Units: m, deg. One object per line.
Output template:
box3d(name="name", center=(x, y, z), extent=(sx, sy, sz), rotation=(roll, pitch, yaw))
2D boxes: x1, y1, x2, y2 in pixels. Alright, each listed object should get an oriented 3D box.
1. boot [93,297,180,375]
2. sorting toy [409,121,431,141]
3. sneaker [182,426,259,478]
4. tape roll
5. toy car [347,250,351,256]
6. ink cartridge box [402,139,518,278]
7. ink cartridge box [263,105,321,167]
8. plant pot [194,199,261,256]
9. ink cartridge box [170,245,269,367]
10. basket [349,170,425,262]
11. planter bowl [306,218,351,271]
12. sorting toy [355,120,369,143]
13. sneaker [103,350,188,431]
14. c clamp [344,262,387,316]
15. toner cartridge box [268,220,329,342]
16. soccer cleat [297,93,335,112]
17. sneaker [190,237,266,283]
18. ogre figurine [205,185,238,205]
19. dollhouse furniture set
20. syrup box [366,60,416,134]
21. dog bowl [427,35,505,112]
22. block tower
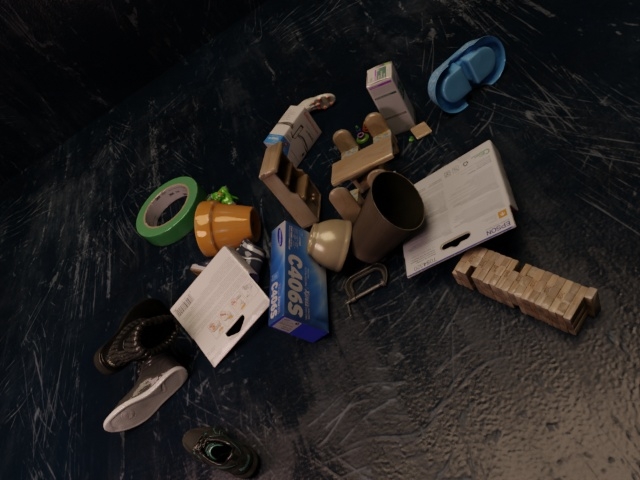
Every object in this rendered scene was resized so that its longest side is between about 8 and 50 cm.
box3d(name="boot", center=(-0.551, 0.280, 1.672), extent=(0.260, 0.131, 0.347), rotation=(-31, 21, 31))
box3d(name="sorting toy", center=(0.340, -0.376, 1.792), extent=(0.083, 0.012, 0.062), rotation=(-29, 49, 6))
box3d(name="sneaker", center=(-0.286, 0.552, 1.380), extent=(0.268, 0.106, 0.101), rotation=(2, 58, 36))
box3d(name="tape roll", center=(-0.634, -0.127, 2.185), extent=(0.322, 0.077, 0.321), rotation=(-17, 47, 20))
box3d(name="toy car", center=(0.121, 0.003, 1.624), extent=(0.040, 0.060, 0.122), rotation=(44, 105, 4))
box3d(name="ink cartridge box", center=(0.372, -0.076, 1.427), extent=(0.324, 0.071, 0.329), rotation=(-30, 42, 32))
box3d(name="ink cartridge box", center=(-0.106, -0.405, 2.011), extent=(0.086, 0.148, 0.203), rotation=(17, 66, 42))
box3d(name="plant pot", center=(-0.322, -0.049, 1.845), extent=(0.188, 0.205, 0.205), rotation=(-5, 52, 11))
box3d(name="ink cartridge box", center=(-0.311, 0.211, 1.656), extent=(0.296, 0.066, 0.261), rotation=(-48, 68, 11))
box3d(name="basket", center=(0.175, -0.046, 1.461), extent=(0.154, 0.226, 0.204), rotation=(3, 54, -19))
box3d(name="planter bowl", center=(0.020, 0.007, 1.551), extent=(0.109, 0.162, 0.161), rotation=(13, 54, -7))
box3d(name="sorting toy", center=(0.159, -0.411, 1.918), extent=(0.061, 0.042, 0.101), rotation=(14, 65, 40))
box3d(name="sneaker", center=(-0.568, 0.473, 1.638), extent=(0.296, 0.104, 0.147), rotation=(-40, 41, -10))
box3d(name="c clamp", center=(0.134, 0.137, 1.506), extent=(0.161, 0.022, 0.137), rotation=(-34, 39, 7))
box3d(name="toner cartridge box", center=(-0.065, 0.117, 1.537), extent=(0.075, 0.165, 0.347), rotation=(-37, 39, 34))
box3d(name="soccer cleat", center=(-0.027, -0.579, 2.163), extent=(0.197, 0.068, 0.076), rotation=(-19, 44, 24))
box3d(name="sneaker", center=(-0.315, 0.071, 1.793), extent=(0.283, 0.099, 0.153), rotation=(5, 63, 28))
box3d(name="ogre figurine", center=(-0.390, -0.140, 2.028), extent=(0.118, 0.097, 0.197), rotation=(-48, 26, 16))
box3d(name="dollhouse furniture set", center=(0.041, -0.246, 1.667), extent=(0.395, 0.256, 0.362), rotation=(-24, 36, 23))
box3d(name="syrup box", center=(0.248, -0.489, 1.783), extent=(0.097, 0.237, 0.093), rotation=(-15, 48, 23))
box3d(name="dog bowl", center=(0.492, -0.567, 1.750), extent=(0.297, 0.166, 0.074), rotation=(-41, 32, -2))
box3d(name="block tower", center=(0.483, 0.112, 1.243), extent=(0.336, 0.091, 0.097), rotation=(24, 71, 44))
